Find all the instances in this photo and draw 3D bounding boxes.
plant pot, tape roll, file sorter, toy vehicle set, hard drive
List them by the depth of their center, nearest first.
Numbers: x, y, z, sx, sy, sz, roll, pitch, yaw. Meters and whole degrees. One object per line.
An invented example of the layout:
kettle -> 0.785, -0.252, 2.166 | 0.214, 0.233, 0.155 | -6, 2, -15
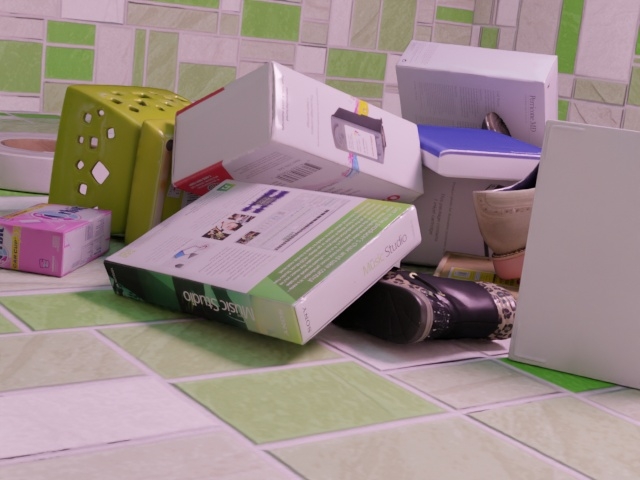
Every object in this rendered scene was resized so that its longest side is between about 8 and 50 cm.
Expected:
file sorter -> 0.354, 0.012, 1.206 | 0.192, 0.278, 0.173 | 11, 8, 23
toy vehicle set -> 0.244, 0.067, 1.463 | 0.165, 0.035, 0.267 | 9, 12, 11
plant pot -> -0.269, -0.113, 1.631 | 0.207, 0.228, 0.227 | 21, 17, 34
hard drive -> 0.241, -0.144, 1.651 | 0.210, 0.040, 0.319 | 3, 13, -12
tape roll -> -0.536, -0.159, 2.072 | 0.391, 0.072, 0.392 | 7, 11, -1

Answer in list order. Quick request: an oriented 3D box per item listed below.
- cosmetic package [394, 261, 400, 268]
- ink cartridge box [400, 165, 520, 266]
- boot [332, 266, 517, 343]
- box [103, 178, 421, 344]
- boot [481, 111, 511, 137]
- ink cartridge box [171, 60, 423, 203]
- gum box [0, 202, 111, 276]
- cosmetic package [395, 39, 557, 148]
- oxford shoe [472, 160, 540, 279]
cosmetic package -> 0.000, 0.000, 1.513 | 0.238, 0.099, 0.060 | 3, 14, -13
ink cartridge box -> 0.307, -0.046, 1.726 | 0.394, 0.166, 0.285 | 8, 12, 6
boot -> 0.113, 0.073, 1.268 | 0.178, 0.085, 0.236 | 4, 10, -33
box -> -0.073, 0.014, 1.246 | 0.322, 0.059, 0.232 | 9, 35, 41
boot -> 0.265, -0.128, 1.925 | 0.208, 0.190, 0.076 | -12, 23, 30
ink cartridge box -> -0.032, -0.125, 1.519 | 0.226, 0.131, 0.306 | -20, -25, 41
gum box -> -0.369, -0.006, 1.425 | 0.107, 0.062, 0.188 | 8, 12, 8
cosmetic package -> 0.311, -0.195, 1.998 | 0.284, 0.377, 0.097 | 13, 49, 24
oxford shoe -> 0.399, -0.091, 1.434 | 0.396, 0.147, 0.140 | -27, 7, -10
